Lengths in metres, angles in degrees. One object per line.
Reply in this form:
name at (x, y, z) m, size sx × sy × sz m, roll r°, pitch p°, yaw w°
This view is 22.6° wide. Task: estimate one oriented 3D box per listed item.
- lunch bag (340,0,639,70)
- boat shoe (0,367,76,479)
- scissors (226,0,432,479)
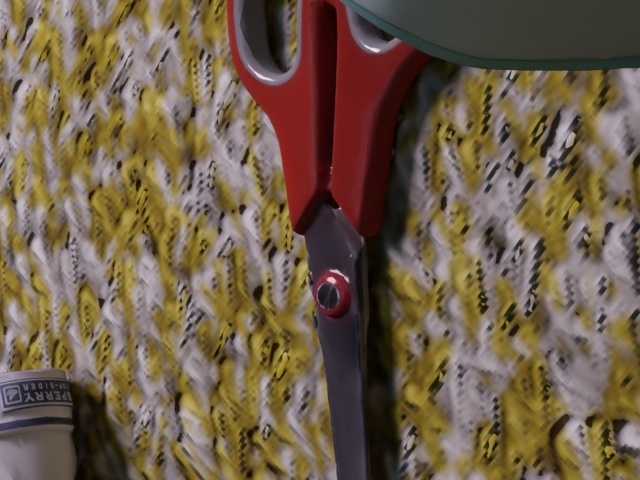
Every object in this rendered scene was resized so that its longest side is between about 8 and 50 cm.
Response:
lunch bag at (0.025, -0.161, 0.415) m, size 0.279 × 0.224 × 0.108 m, roll 50°, pitch 122°, yaw 26°
boat shoe at (-0.209, 0.119, 0.717) m, size 0.258 × 0.095 × 0.084 m, roll -18°, pitch 78°, yaw 40°
scissors at (0.000, 0.000, 0.585) m, size 0.109 × 0.021 × 0.297 m, roll 14°, pitch 104°, yaw 36°
